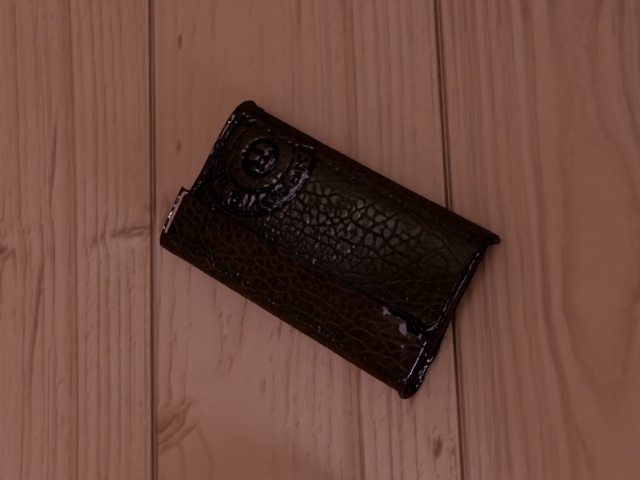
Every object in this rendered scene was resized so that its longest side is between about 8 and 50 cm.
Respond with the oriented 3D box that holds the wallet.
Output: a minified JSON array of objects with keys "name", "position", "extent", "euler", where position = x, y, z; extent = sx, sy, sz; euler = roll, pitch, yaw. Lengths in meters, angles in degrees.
[{"name":"wallet","position":[0.000,0.000,1.290],"extent":[0.243,0.039,0.133],"euler":[31,91,31]}]
